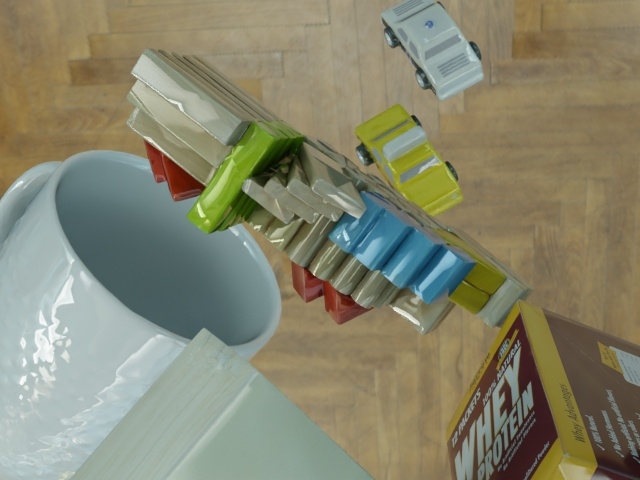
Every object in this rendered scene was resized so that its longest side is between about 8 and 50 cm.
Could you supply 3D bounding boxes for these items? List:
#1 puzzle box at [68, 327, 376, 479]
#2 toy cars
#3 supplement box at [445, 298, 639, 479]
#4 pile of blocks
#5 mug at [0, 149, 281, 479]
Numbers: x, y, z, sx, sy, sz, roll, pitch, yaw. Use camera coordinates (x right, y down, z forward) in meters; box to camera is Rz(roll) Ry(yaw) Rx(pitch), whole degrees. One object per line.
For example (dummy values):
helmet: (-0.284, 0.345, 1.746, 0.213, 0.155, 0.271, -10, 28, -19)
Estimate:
puzzle box: (-0.112, 0.274, 0.455, 0.409, 0.052, 0.272, -49, 135, -12)
toy cars: (0.144, -0.217, 1.281, 0.177, 0.393, 0.087, 8, 158, 12)
supplement box: (0.204, 0.166, 0.590, 0.194, 0.191, 0.129, 21, 113, -5)
pile of blocks: (0.000, 0.000, 0.656, 0.362, 0.149, 0.112, 31, 105, -17)
mug: (-0.272, 0.077, 0.974, 0.328, 0.276, 0.374, -48, 60, 25)
